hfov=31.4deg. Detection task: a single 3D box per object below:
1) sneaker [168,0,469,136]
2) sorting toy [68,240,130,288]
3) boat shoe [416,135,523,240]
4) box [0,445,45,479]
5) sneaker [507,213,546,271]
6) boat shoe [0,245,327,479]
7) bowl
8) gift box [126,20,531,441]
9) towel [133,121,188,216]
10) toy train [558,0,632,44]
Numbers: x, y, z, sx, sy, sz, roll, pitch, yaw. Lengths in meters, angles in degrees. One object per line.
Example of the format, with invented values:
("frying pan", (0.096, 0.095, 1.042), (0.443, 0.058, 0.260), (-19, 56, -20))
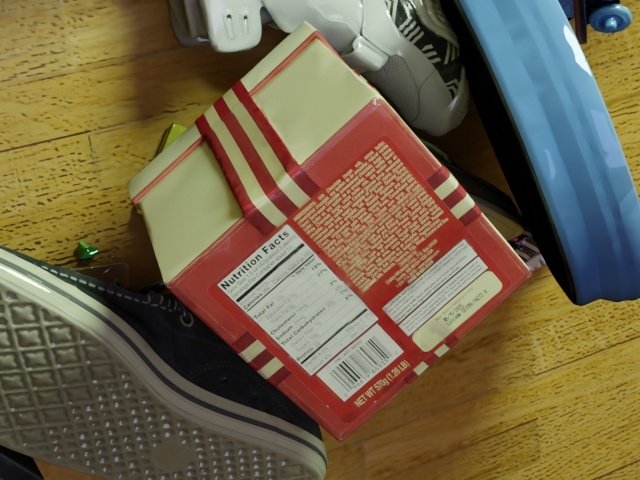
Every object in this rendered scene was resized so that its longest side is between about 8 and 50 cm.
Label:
("sneaker", (-0.015, -0.214, 1.109), (0.210, 0.137, 0.365), (-40, 114, -10))
("sorting toy", (-0.223, 0.038, 1.141), (0.062, 0.012, 0.083), (-6, 111, -21))
("boat shoe", (0.096, -0.068, 1.221), (0.305, 0.109, 0.091), (16, 61, -30))
("box", (-0.418, 0.208, 1.039), (0.184, 0.103, 0.261), (-49, 120, -3))
("sneaker", (0.219, 0.006, 1.335), (0.170, 0.063, 0.074), (-26, 116, -24))
("boat shoe", (-0.193, 0.121, 1.093), (0.187, 0.156, 0.500), (-39, 129, 25))
("bowl", (0.212, -0.114, 1.121), (0.077, 0.391, 0.391), (-23, 117, 6))
("gift box", (0.000, 0.000, 1.004), (0.255, 0.258, 0.276), (-37, 119, 3))
("towel", (-0.074, -0.035, 1.195), (0.237, 0.021, 0.102), (22, 90, -31))
("toy train", (0.248, -0.265, 1.103), (0.184, 0.105, 0.080), (62, 31, -61))
